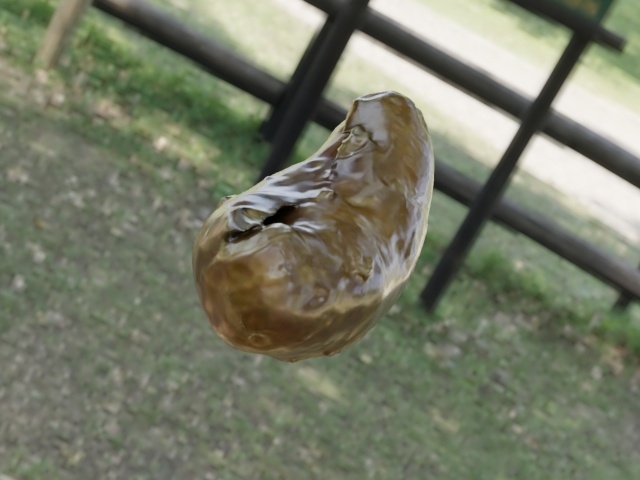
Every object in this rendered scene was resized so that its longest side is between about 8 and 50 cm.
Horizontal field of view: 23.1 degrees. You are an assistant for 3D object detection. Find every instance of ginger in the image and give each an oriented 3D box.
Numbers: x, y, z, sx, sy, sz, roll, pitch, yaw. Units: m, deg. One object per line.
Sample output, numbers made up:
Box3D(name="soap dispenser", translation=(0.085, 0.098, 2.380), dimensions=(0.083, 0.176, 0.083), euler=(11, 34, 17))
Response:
Box3D(name="ginger", translation=(0.000, 0.000, 1.319), dimensions=(0.165, 0.172, 0.321), euler=(14, 34, 19))
